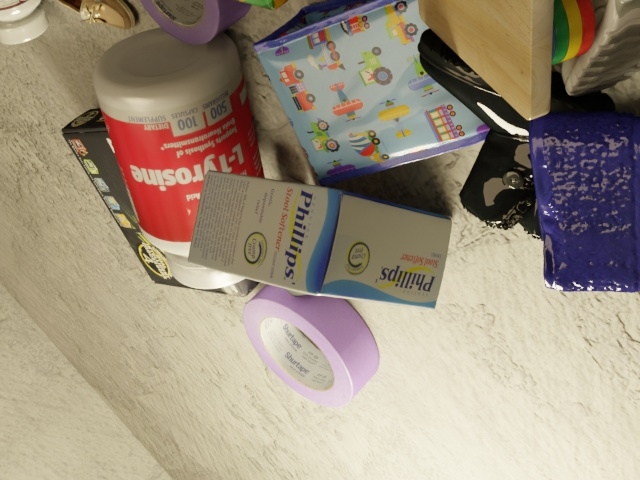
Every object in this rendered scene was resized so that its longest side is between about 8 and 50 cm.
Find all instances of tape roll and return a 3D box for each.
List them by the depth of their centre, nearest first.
[{"bbox_3d":[-0.194,-0.391,1.445,0.189,0.080,0.189,30,146,23],"label":"tape roll"},{"bbox_3d":[-0.021,0.194,1.901,0.275,0.090,0.275,31,147,23],"label":"tape roll"}]

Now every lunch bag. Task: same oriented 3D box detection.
[{"bbox_3d":[0.094,-0.213,1.276,0.293,0.138,0.221,-6,120,41],"label":"lunch bag"}]

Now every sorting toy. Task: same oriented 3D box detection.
[{"bbox_3d":[0.188,-0.299,0.995,0.257,0.089,0.255,-122,17,-47],"label":"sorting toy"}]

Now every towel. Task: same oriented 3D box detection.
[{"bbox_3d":[0.389,-0.042,1.060,0.308,0.076,0.227,3,125,25],"label":"towel"}]

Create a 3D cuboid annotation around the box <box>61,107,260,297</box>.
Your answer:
[{"bbox_3d":[-0.303,-0.078,1.922,0.318,0.097,0.395,4,129,44],"label":"box"}]

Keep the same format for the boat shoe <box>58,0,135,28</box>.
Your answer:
[{"bbox_3d":[-0.394,-0.402,1.692,0.170,0.059,0.063,31,146,25],"label":"boat shoe"}]

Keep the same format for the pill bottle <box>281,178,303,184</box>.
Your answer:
[{"bbox_3d":[-0.049,-0.043,1.685,0.065,0.065,0.116,25,143,31],"label":"pill bottle"}]

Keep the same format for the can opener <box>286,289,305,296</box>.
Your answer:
[{"bbox_3d":[0.042,0.072,1.697,0.095,0.076,0.283,55,149,-12],"label":"can opener"}]

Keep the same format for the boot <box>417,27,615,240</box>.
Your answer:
[{"bbox_3d":[0.204,-0.121,1.181,0.246,0.094,0.207,25,130,6],"label":"boot"}]

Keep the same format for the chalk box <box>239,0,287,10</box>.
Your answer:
[{"bbox_3d":[-0.111,-0.407,1.276,0.213,0.132,0.132,24,143,31],"label":"chalk box"}]

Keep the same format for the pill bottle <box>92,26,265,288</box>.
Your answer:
[{"bbox_3d":[-0.212,-0.126,1.609,0.229,0.229,0.407,22,139,35],"label":"pill bottle"}]

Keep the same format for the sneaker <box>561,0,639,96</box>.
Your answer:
[{"bbox_3d":[0.305,-0.265,1.002,0.281,0.105,0.115,97,153,-55],"label":"sneaker"}]

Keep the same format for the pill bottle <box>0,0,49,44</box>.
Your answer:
[{"bbox_3d":[-0.577,-0.476,1.769,0.121,0.121,0.221,23,143,34],"label":"pill bottle"}]

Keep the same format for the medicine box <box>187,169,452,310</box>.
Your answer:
[{"bbox_3d":[0.000,0.000,1.464,0.289,0.263,0.149,11,90,43],"label":"medicine box"}]
